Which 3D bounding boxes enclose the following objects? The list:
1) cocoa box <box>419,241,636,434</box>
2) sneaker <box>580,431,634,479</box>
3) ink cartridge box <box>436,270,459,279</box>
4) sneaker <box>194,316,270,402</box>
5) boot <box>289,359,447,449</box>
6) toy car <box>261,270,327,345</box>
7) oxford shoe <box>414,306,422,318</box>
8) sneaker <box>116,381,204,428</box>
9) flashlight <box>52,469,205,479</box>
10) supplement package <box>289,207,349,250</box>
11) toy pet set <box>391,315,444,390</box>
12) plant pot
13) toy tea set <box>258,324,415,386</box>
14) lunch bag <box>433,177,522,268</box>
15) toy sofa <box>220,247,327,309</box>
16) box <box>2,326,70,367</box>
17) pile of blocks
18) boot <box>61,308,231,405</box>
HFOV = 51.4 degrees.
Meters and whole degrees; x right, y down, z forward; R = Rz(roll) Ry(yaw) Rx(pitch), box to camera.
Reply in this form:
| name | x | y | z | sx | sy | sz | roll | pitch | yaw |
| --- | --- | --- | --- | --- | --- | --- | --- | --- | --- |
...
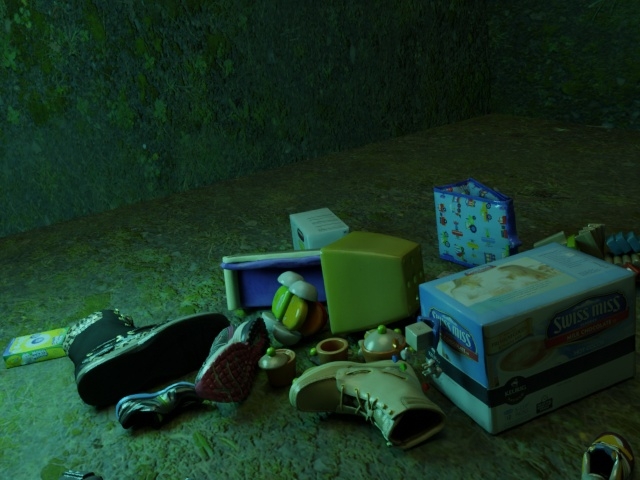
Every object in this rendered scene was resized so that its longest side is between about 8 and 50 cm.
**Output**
| name | x | y | z | sx | sy | sz | roll | pitch | yaw |
| --- | --- | --- | --- | --- | --- | --- | --- | --- | --- |
| cocoa box | 0.402 | 0.173 | 1.299 | 0.346 | 0.228 | 0.231 | -15 | 20 | -18 |
| sneaker | 0.446 | 0.340 | 1.030 | 0.069 | 0.084 | 0.185 | 2 | 23 | 28 |
| ink cartridge box | 0.382 | 0.138 | 1.602 | 0.207 | 0.097 | 0.046 | 8 | 25 | 38 |
| sneaker | -0.205 | 0.272 | 1.479 | 0.111 | 0.121 | 0.299 | -13 | 11 | 17 |
| boot | 0.085 | 0.312 | 1.250 | 0.261 | 0.095 | 0.203 | -3 | 18 | -13 |
| toy car | -0.052 | 0.175 | 1.660 | 0.136 | 0.159 | 0.182 | 21 | 5 | -28 |
| oxford shoe | 0.273 | 0.204 | 1.534 | 0.076 | 0.076 | 0.212 | -34 | 17 | 0 |
| sneaker | -0.330 | 0.352 | 1.394 | 0.188 | 0.067 | 0.078 | -12 | 41 | -14 |
| flashlight | -0.314 | 0.432 | 1.101 | 0.303 | 0.103 | 0.103 | -2 | 60 | 28 |
| supplement package | 0.000 | 0.000 | 2.090 | 0.133 | 0.139 | 0.244 | -12 | 19 | -12 |
| toy pet set | 0.194 | 0.203 | 1.265 | 0.065 | 0.114 | 0.122 | -15 | 27 | -22 |
| plant pot | 0.140 | 0.096 | 1.596 | 0.187 | 0.212 | 0.212 | -2 | 12 | 28 |
| toy tea set | 0.034 | 0.239 | 1.432 | 0.335 | 0.125 | 0.200 | -13 | 20 | -10 |
| lunch bag | 0.452 | -0.030 | 1.849 | 0.138 | 0.221 | 0.293 | -15 | 20 | -18 |
| toy sofa | -0.077 | 0.101 | 1.779 | 0.362 | 0.150 | 0.177 | -5 | 4 | 10 |
| box | -0.741 | 0.283 | 1.779 | 0.179 | 0.043 | 0.105 | -10 | 20 | -7 |
| pile of blocks | 0.714 | 0.045 | 1.638 | 0.361 | 0.149 | 0.113 | -1 | 21 | 20 |
| boot | -0.437 | 0.243 | 1.630 | 0.377 | 0.138 | 0.284 | -26 | 25 | -26 |
